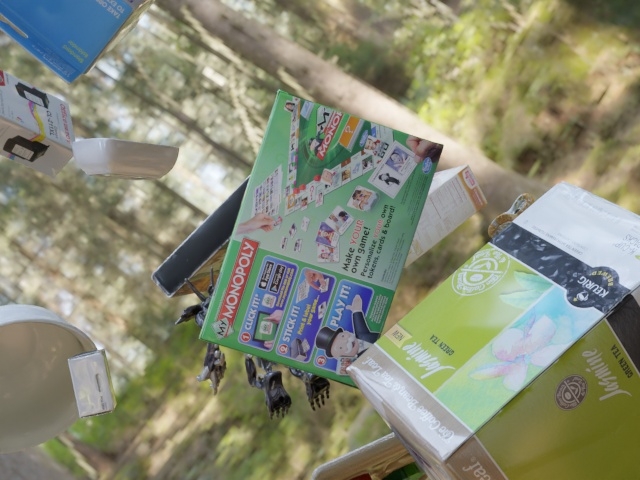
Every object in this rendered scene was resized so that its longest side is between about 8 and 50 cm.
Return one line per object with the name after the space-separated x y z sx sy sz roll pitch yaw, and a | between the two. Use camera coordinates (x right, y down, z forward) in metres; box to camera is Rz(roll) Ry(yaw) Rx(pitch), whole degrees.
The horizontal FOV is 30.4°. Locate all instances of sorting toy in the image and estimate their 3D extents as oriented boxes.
0.124 0.324 1.700 0.307 0.041 0.229 -22 -26 -14 | sorting toy

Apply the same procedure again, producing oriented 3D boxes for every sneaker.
0.278 -0.031 1.699 0.083 0.032 0.037 -42 -19 3 | sneaker

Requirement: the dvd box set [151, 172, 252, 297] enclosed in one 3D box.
-0.107 -0.025 2.227 0.307 0.062 0.420 -43 -12 17 | dvd box set

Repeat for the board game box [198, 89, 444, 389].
0.000 0.000 1.442 0.046 0.213 0.317 -114 43 -84 | board game box

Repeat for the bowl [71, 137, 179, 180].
-0.304 -0.124 1.833 0.142 0.142 0.053 4 -93 -36 | bowl

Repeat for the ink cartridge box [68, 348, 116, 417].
-0.366 0.229 1.897 0.056 0.099 0.135 -12 -2 -9 | ink cartridge box

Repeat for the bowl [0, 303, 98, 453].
-0.534 0.212 2.018 0.297 0.134 0.298 -16 -48 -19 | bowl

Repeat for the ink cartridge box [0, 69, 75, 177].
-0.491 -0.196 1.913 0.072 0.127 0.175 -41 -44 24 | ink cartridge box

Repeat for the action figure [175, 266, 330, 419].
-0.115 0.164 1.786 0.164 0.275 0.141 -18 -45 -33 | action figure

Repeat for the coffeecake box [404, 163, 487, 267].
0.119 -0.026 1.649 0.185 0.068 0.142 -35 13 -35 | coffeecake box

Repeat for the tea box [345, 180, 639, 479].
0.266 0.179 1.261 0.323 0.220 0.329 -40 -59 -8 | tea box

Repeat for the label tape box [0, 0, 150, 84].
-0.363 -0.369 1.608 0.115 0.249 0.348 -47 11 19 | label tape box
